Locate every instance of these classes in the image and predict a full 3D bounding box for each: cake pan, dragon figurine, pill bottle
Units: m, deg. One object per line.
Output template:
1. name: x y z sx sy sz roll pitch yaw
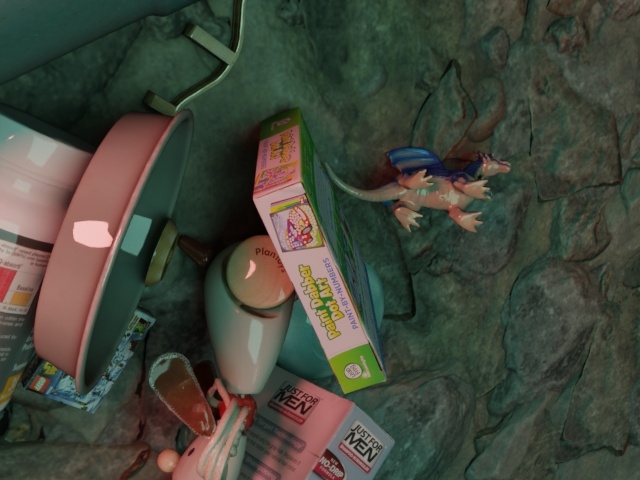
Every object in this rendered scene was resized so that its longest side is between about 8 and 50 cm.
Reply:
1. cake pan: -0.198 0.002 0.706 0.054 0.293 0.293 20 99 -5
2. dragon figurine: 0.133 -0.075 0.979 0.289 0.144 0.085 1 111 -12
3. pill bottle: -0.321 0.017 0.685 0.162 0.162 0.278 24 96 -36

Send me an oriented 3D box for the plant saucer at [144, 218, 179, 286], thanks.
1. plant saucer: -0.178 0.016 0.824 0.015 0.083 0.083 20 98 -6

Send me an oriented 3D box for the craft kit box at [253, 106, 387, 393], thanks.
1. craft kit box: 0.000 0.000 0.815 0.061 0.250 0.246 -18 115 6

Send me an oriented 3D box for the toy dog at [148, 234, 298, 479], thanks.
1. toy dog: -0.129 0.124 0.844 0.220 0.161 0.333 96 13 -62

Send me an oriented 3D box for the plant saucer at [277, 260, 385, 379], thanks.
1. plant saucer: 0.021 0.117 1.017 0.195 0.037 0.194 -13 115 -29

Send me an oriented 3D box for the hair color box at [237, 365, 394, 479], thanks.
1. hair color box: -0.092 0.354 0.903 0.374 0.185 0.113 -54 128 -18

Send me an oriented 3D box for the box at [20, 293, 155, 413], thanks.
1. box: -0.270 0.126 0.844 0.094 0.027 0.137 35 88 -38

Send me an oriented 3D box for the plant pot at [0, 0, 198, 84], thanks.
1. plant pot: -0.269 -0.258 0.526 0.334 0.341 0.341 -34 123 -7

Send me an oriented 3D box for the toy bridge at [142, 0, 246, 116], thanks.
1. toy bridge: -0.122 -0.217 0.801 0.063 0.026 0.188 30 91 -39
